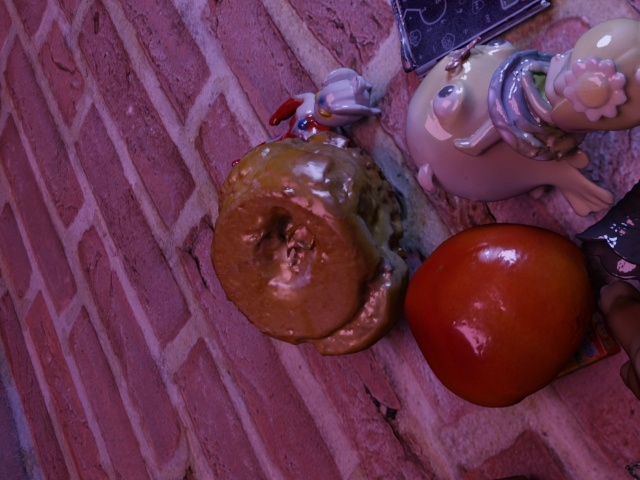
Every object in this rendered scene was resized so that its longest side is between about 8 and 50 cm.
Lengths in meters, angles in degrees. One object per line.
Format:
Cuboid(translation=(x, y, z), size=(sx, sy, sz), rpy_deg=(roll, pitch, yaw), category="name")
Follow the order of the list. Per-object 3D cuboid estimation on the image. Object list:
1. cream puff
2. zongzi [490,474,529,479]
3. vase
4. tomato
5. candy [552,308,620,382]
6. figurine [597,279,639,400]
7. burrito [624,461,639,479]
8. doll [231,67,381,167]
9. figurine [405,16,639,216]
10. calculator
Cuboid(translation=(0.000, 0.000, 1.268), size=(0.343, 0.231, 0.327), rpy_deg=(33, 122, 12), category="cream puff")
Cuboid(translation=(0.266, 0.467, 1.098), size=(0.228, 0.115, 0.256), rpy_deg=(53, 138, 37), category="zongzi")
Cuboid(translation=(0.386, -0.067, 0.879), size=(0.115, 0.115, 0.237), rpy_deg=(33, 87, 42), category="vase")
Cuboid(translation=(0.217, 0.081, 1.037), size=(0.260, 0.180, 0.260), rpy_deg=(-45, 23, 26), category="tomato")
Cuboid(translation=(0.320, 0.141, 1.064), size=(0.122, 0.038, 0.062), rpy_deg=(-38, 64, 42), category="candy")
Cuboid(translation=(0.422, 0.139, 0.866), size=(0.173, 0.247, 0.177), rpy_deg=(-20, 103, 11), category="figurine")
Cuboid(translation=(0.420, 0.316, 0.957), size=(0.149, 0.041, 0.055), rpy_deg=(58, 143, 30), category="burrito")
Cuboid(translation=(-0.031, -0.164, 1.410), size=(0.384, 0.099, 0.188), rpy_deg=(-40, 63, 45), category="doll")
Cuboid(translation=(0.277, -0.142, 0.962), size=(0.274, 0.226, 0.394), rpy_deg=(44, 158, -10), category="figurine")
Cuboid(translation=(0.210, -0.356, 1.176), size=(0.274, 0.028, 0.165), rpy_deg=(-23, 74, 46), category="calculator")
